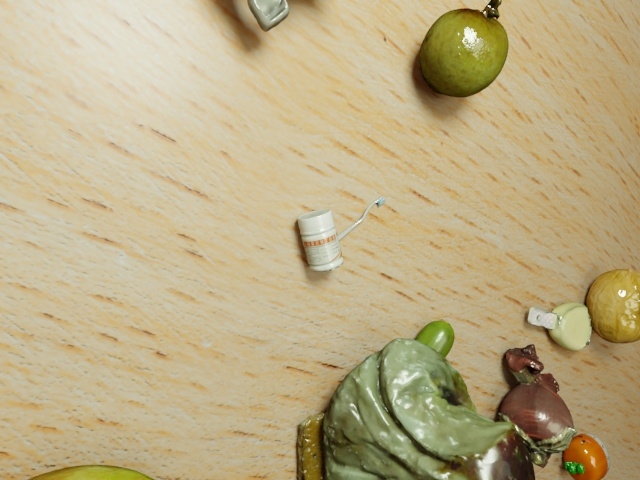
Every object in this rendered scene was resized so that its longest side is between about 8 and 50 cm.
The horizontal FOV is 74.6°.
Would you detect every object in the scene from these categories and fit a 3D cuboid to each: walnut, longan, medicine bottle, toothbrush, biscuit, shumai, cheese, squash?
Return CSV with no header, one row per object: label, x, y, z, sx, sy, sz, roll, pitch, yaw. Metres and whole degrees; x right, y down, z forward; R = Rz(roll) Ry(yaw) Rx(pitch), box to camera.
walnut,0.803,0.175,1.126,0.159,0.159,0.206,0,100,-32
longan,0.253,-0.335,0.729,0.145,0.176,0.154,29,35,6
medicine bottle,0.000,0.000,0.666,0.057,0.057,0.089,-21,105,-28
toothbrush,0.067,-0.037,0.732,0.131,0.011,0.013,-41,93,-22
biscuit,0.019,0.408,0.737,0.131,0.026,0.236,-4,96,-34
shumai,0.168,0.341,0.637,0.309,0.263,0.304,46,79,-20
cheese,0.602,0.205,1.062,0.256,0.050,0.127,18,85,-32
squash,0.190,0.241,0.805,0.066,0.066,0.201,39,81,-29

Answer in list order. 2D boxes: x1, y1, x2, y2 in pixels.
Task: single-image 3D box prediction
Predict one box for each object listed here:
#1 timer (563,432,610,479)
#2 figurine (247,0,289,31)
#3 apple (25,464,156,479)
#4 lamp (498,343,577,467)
timer,0.715,0.601,1.147,0.136,0.099,0.136,1,86,-21
figurine,-0.067,-0.431,0.535,0.309,0.143,0.308,-8,114,-19
apple,-0.270,0.381,0.466,0.226,0.246,0.245,12,88,-51
lamp,0.477,0.382,0.960,0.215,0.151,0.223,52,26,-31
